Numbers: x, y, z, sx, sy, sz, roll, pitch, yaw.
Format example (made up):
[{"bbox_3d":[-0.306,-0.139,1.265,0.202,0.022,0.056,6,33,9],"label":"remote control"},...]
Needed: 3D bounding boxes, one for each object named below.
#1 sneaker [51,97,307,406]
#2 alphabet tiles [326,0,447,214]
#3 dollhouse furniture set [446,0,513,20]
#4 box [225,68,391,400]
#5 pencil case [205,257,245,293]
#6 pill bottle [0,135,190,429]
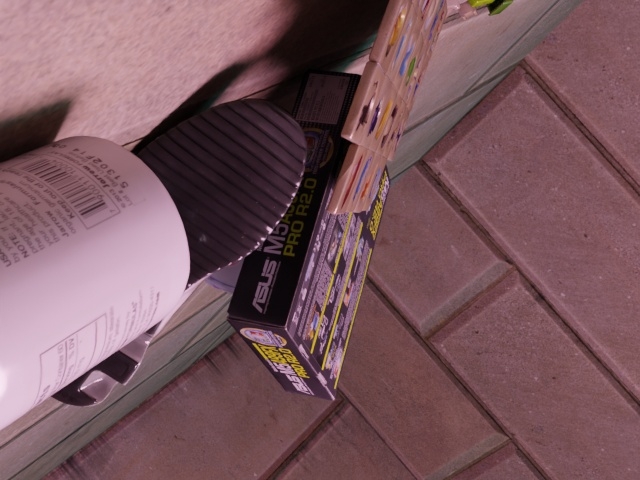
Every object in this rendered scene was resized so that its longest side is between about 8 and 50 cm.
[{"bbox_3d":[-0.134,-0.009,0.781,0.330,0.122,0.146,-44,-167,22],"label":"sneaker"},{"bbox_3d":[0.074,-0.159,0.786,0.342,0.011,0.285,-15,126,-80],"label":"alphabet tiles"},{"bbox_3d":[0.143,-0.275,0.999,0.152,0.058,0.076,-18,174,-23],"label":"dollhouse furniture set"},{"bbox_3d":[0.000,0.000,0.896,0.216,0.060,0.270,65,37,-62],"label":"box"},{"bbox_3d":[-0.043,-0.018,1.039,0.124,0.113,0.273,-36,177,22],"label":"pencil case"},{"bbox_3d":[-0.189,0.035,0.481,0.131,0.131,0.229,-45,175,39],"label":"pill bottle"}]
